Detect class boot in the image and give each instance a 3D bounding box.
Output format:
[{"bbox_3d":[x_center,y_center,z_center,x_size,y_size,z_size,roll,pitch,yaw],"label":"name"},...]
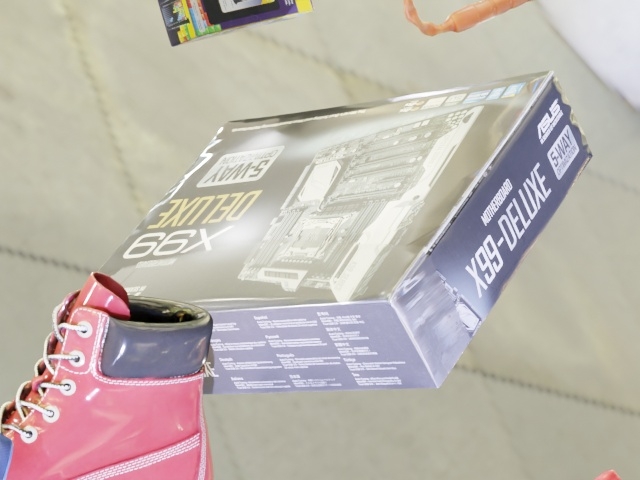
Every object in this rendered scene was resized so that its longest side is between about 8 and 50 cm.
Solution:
[{"bbox_3d":[-0.180,0.105,1.056,0.244,0.176,0.088,-7,25,-20],"label":"boot"}]

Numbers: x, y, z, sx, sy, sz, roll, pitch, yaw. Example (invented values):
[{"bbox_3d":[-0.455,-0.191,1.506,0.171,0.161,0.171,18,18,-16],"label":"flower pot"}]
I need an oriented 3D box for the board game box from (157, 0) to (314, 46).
[{"bbox_3d":[-0.094,-0.275,1.680,0.141,0.048,0.170,-17,93,-38],"label":"board game box"}]

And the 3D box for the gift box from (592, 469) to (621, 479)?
[{"bbox_3d":[0.126,0.191,0.381,0.258,0.276,0.255,28,-35,48],"label":"gift box"}]

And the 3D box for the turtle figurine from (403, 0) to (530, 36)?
[{"bbox_3d":[0.059,-0.238,0.784,0.217,0.087,0.269,48,66,-28],"label":"turtle figurine"}]

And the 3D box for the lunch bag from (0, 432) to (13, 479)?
[{"bbox_3d":[-0.209,0.134,0.992,0.065,0.067,0.098,43,39,-30],"label":"lunch bag"}]

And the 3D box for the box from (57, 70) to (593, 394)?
[{"bbox_3d":[0.000,0.000,1.257,0.242,0.307,0.077,-51,123,-38],"label":"box"}]
